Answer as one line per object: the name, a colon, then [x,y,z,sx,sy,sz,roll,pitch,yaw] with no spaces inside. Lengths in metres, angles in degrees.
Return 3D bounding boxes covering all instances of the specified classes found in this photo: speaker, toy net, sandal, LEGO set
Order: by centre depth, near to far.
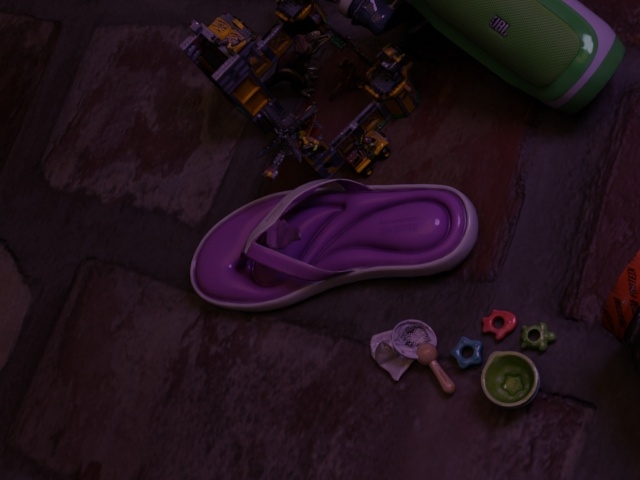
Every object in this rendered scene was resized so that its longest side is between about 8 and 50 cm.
toy net: [0.165,0.131,1.185,0.232,0.045,0.122,11,74,27]
speaker: [0.232,-0.288,1.205,0.296,0.131,0.131,35,85,-5]
sandal: [-0.001,-0.014,1.285,0.416,0.102,0.169,-12,65,19]
LEGO set: [-0.036,-0.249,1.346,0.255,0.192,0.331,-38,59,4]

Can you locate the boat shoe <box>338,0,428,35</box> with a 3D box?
boat shoe: [0.126,-0.335,1.315,0.079,0.254,0.095,45,127,12]

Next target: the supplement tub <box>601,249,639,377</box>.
supplement tub: [0.468,0.127,0.961,0.207,0.207,0.338,-49,58,-1]
